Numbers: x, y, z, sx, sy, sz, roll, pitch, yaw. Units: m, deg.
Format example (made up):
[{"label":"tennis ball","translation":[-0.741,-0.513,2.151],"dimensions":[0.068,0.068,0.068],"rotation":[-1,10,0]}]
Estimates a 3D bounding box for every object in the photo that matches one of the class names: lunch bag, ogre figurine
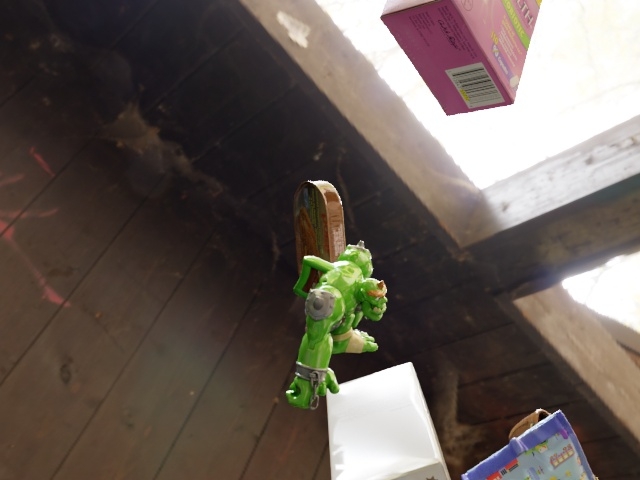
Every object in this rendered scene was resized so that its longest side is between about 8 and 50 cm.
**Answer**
[{"label":"lunch bag","translation":[0.396,0.447,1.477],"dimensions":[0.138,0.221,0.293],"rotation":[59,-179,39]},{"label":"ogre figurine","translation":[0.015,0.080,0.809],"dimensions":[0.197,0.097,0.118],"rotation":[-25,-49,-45]}]

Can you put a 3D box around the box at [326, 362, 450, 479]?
[{"label":"box","translation":[0.123,0.384,1.265],"dimensions":[0.345,0.168,0.215],"rotation":[-94,-15,-75]}]

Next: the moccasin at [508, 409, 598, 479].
[{"label":"moccasin","translation":[0.566,0.564,1.734],"dimensions":[0.139,0.147,0.380],"rotation":[-1,-127,-22]}]

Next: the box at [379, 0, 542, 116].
[{"label":"box","translation":[0.219,-0.350,1.142],"dimensions":[0.213,0.117,0.243],"rotation":[46,-127,-38]}]

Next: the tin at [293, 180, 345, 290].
[{"label":"tin","translation":[0.000,0.000,1.218],"dimensions":[0.040,0.106,0.190],"rotation":[-7,-83,-26]}]
